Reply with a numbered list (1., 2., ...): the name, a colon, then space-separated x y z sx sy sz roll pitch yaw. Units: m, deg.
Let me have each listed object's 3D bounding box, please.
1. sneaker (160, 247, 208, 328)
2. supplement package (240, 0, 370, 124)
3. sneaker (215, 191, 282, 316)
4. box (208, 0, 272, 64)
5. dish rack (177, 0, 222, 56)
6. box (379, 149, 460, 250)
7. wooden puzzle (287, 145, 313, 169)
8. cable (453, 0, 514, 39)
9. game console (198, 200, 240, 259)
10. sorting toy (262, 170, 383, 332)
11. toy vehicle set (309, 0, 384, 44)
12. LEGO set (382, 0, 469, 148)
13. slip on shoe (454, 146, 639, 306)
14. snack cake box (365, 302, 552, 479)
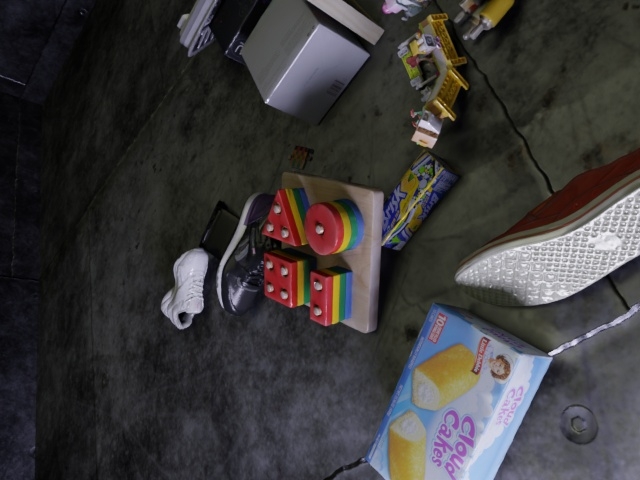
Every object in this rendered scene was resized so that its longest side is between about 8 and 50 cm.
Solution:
1. sneaker: -0.325 0.128 1.369 0.115 0.090 0.232 45 123 37
2. supplement package: -0.039 -0.400 1.152 0.194 0.149 0.203 -48 48 28
3. sneaker: -0.136 0.037 1.168 0.124 0.107 0.283 17 91 43
4. box: -0.134 -0.574 1.314 0.270 0.143 0.165 -52 46 25
5. dish rack: -0.265 -0.666 1.428 0.333 0.072 0.285 -48 13 30
6. box: 0.155 -0.065 0.910 0.168 0.054 0.059 -53 46 22
7. wooden puzzle: -0.047 -0.186 1.204 0.083 0.006 0.049 23 96 48
8. cable: 0.328 -0.446 0.855 0.287 0.072 0.139 -37 35 20
9. game console: -0.258 -0.028 1.387 0.122 0.071 0.107 -63 13 12
10. sorting toy: -0.014 0.017 0.980 0.257 0.090 0.255 19 113 48
11. toy vehicle set: -0.006 -0.496 1.056 0.035 0.267 0.166 -50 46 25
12. LEGO set: 0.169 -0.273 0.914 0.107 0.132 0.286 -23 68 52
13. slip on shoe: 0.316 -0.010 0.690 0.331 0.123 0.101 -39 20 40
14. snack cake box: 0.187 0.240 0.757 0.152 0.089 0.264 31 102 49
